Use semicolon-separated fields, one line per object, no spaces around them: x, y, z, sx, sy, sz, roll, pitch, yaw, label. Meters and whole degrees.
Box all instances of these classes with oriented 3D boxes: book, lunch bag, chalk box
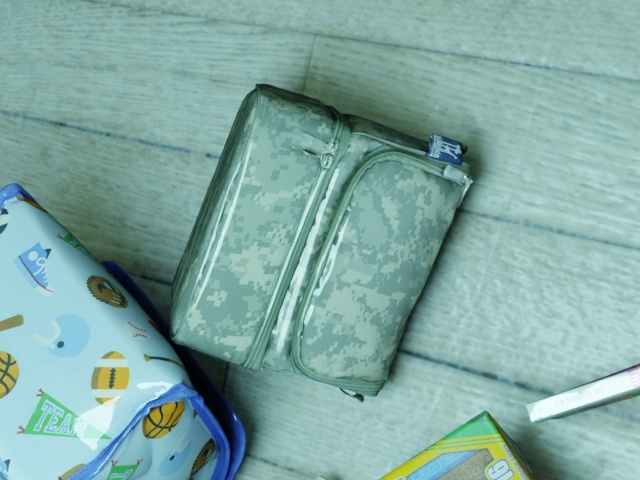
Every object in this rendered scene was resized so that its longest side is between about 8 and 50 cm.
0.287;0.147;1.171;0.144;0.096;0.035;-23;76;25;book
-0.261;0.167;1.317;0.239;0.385;0.328;-38;66;-11;lunch bag
0.126;0.296;1.183;0.213;0.132;0.132;-33;56;5;chalk box
0.000;0.000;1.271;0.256;0.212;0.305;20;97;-11;lunch bag

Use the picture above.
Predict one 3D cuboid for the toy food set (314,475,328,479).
-0.018;0.367;1.302;0.132;0.038;0.192;38;103;25;toy food set
